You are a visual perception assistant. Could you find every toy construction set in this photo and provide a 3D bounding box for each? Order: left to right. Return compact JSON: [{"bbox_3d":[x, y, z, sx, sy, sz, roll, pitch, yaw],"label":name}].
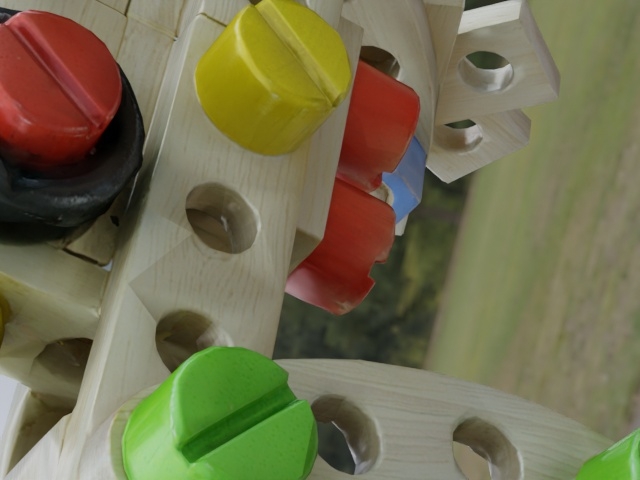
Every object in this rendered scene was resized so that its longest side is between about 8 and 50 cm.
[{"bbox_3d":[0.000,0.000,0.442,0.151,0.215,0.328,-53,21,31],"label":"toy construction set"}]
